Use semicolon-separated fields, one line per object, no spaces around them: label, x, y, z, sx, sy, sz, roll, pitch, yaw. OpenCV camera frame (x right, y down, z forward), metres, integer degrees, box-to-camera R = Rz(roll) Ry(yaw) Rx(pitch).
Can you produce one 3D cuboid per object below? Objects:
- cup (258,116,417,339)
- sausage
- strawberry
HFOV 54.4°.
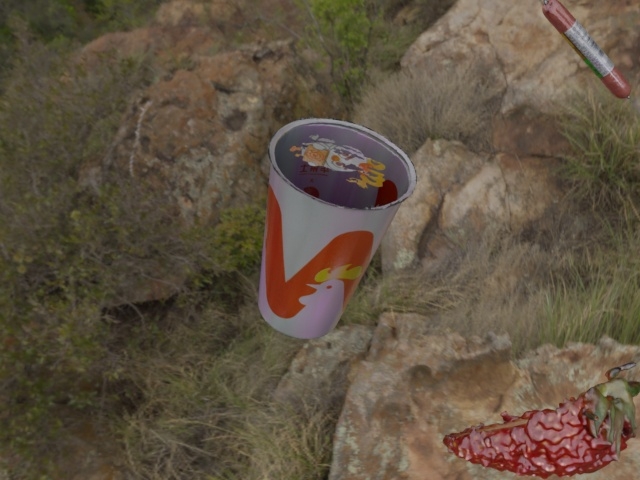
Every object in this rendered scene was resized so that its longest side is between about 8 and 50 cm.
cup;0.000;0.000;0.887;0.203;0.288;0.203;10;41;-9
sausage;0.408;-0.290;0.950;0.029;0.223;0.029;-43;22;22
strawberry;0.252;0.217;0.686;0.208;0.167;0.087;-40;66;45
